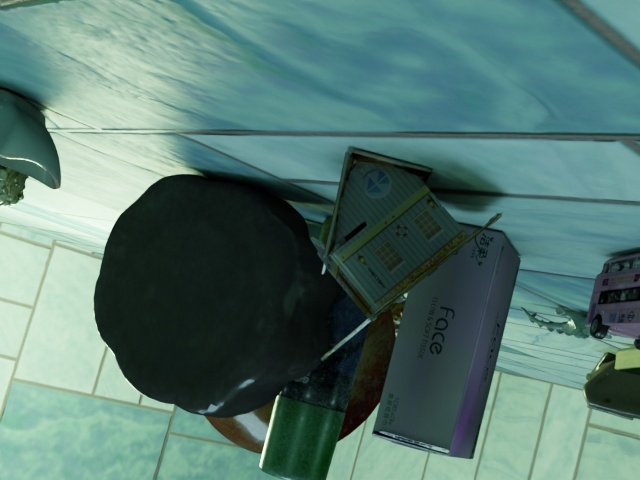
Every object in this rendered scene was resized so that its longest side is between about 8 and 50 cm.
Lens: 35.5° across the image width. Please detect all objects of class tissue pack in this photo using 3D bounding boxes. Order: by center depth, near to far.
[{"bbox_3d":[0.145,0.114,1.113,0.092,0.246,0.148,12,172,22],"label":"tissue pack"}]

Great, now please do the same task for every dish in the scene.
[{"bbox_3d":[-0.389,-0.128,1.075,0.212,0.077,0.151,14,171,12],"label":"dish"}]

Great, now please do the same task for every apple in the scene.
[{"bbox_3d":[-0.048,0.169,1.578,0.348,0.349,0.277,20,-176,-34],"label":"apple"}]

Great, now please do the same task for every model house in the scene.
[{"bbox_3d":[0.042,-0.006,0.908,0.136,0.207,0.219,52,177,7],"label":"model house"},{"bbox_3d":[0.618,0.291,1.958,0.229,0.122,0.188,12,175,5],"label":"model house"}]

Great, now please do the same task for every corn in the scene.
[{"bbox_3d":[-0.535,-0.112,1.490,0.210,0.087,0.087,17,173,15],"label":"corn"}]

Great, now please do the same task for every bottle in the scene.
[{"bbox_3d":[0.006,0.140,1.268,0.093,0.330,0.093,15,173,2],"label":"bottle"}]

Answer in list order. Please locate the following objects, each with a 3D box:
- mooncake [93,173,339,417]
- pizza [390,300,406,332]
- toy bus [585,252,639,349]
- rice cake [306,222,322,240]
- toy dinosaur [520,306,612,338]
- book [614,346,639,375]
[{"bbox_3d":[-0.123,0.064,1.213,0.306,0.306,0.154,11,177,31],"label":"mooncake"},{"bbox_3d":[0.162,0.144,1.862,0.296,0.071,0.189,-1,175,14],"label":"pizza"},{"bbox_3d":[0.315,0.056,0.944,0.063,0.090,0.203,16,173,-6],"label":"toy bus"},{"bbox_3d":[0.000,0.000,1.367,0.245,0.042,0.045,16,170,-1],"label":"rice cake"},{"bbox_3d":[0.394,0.129,1.527,0.209,0.039,0.082,9,172,46],"label":"toy dinosaur"},{"bbox_3d":[0.727,0.244,1.705,0.370,0.043,0.260,15,171,-7],"label":"book"}]
